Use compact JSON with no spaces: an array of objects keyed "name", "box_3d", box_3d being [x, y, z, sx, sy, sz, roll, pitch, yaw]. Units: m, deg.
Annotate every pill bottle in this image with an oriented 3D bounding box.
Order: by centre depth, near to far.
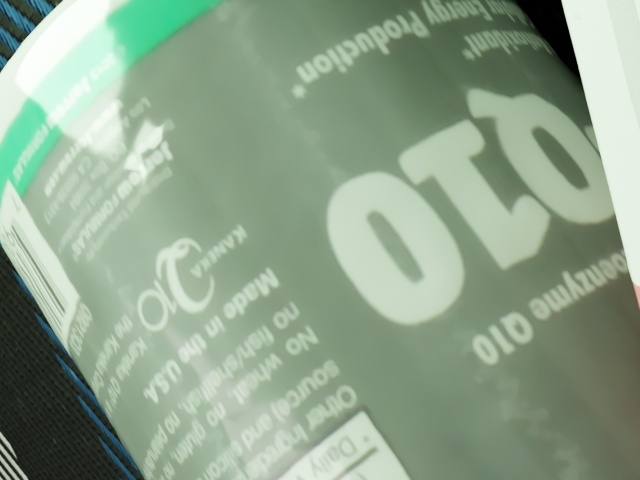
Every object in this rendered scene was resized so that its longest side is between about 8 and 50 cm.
[{"name":"pill bottle","box_3d":[0.053,0.067,0.503,0.361,0.204,0.204,55,154,16]}]

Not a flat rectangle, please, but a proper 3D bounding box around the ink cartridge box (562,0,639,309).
[{"name":"ink cartridge box","box_3d":[0.148,-0.070,0.290,0.207,0.117,0.283,13,126,59]}]
